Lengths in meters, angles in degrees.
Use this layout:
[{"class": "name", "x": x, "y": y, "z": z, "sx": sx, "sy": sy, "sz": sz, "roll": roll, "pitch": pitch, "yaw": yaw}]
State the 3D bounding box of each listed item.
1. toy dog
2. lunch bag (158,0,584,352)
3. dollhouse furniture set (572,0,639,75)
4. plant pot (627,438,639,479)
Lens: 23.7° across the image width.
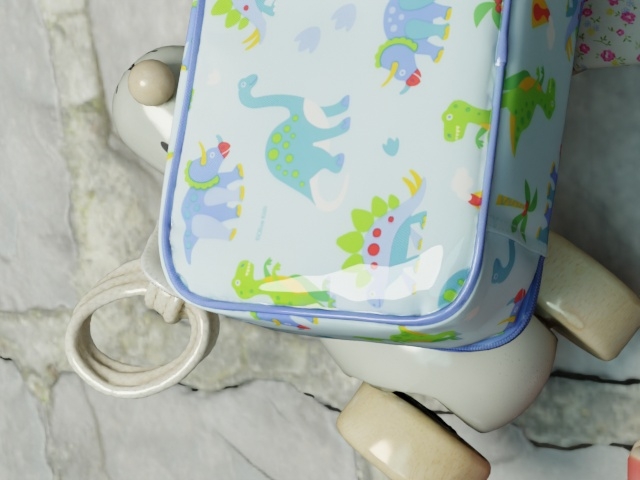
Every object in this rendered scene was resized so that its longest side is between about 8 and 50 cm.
[{"class": "toy dog", "x": 0.000, "y": 0.000, "z": 0.798, "sx": 0.334, "sy": 0.161, "sz": 0.220, "roll": 17, "pitch": 77, "yaw": 20}, {"class": "lunch bag", "x": 0.020, "y": -0.065, "z": 0.678, "sx": 0.176, "sy": 0.090, "sz": 0.219, "roll": 3, "pitch": 80, "yaw": 30}, {"class": "dollhouse furniture set", "x": 0.116, "y": -0.167, "z": 0.695, "sx": 0.303, "sy": 0.174, "sz": 0.355, "roll": -3, "pitch": 103, "yaw": 31}, {"class": "plant pot", "x": 0.258, "y": 0.195, "z": 0.687, "sx": 0.275, "sy": 0.275, "sz": 0.243, "roll": -12, "pitch": 88, "yaw": 32}]
